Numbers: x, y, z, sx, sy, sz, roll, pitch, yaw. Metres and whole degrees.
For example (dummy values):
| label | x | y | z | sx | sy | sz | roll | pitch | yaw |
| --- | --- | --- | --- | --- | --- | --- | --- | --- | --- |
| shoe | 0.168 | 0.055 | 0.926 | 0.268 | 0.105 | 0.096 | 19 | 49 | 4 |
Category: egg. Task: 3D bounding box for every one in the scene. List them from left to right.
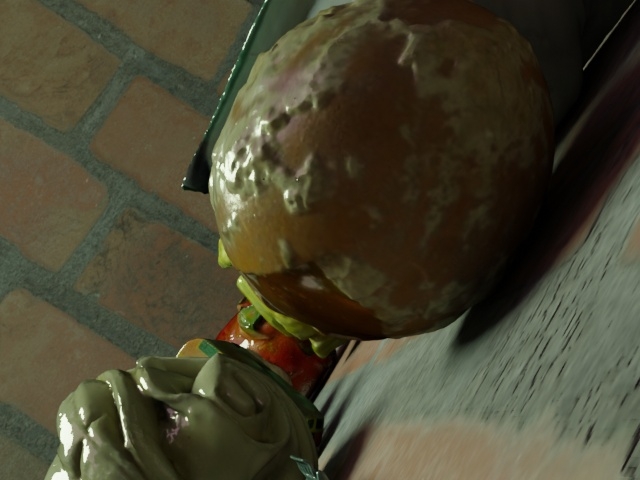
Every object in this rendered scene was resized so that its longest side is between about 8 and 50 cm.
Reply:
| label | x | y | z | sx | sy | sz | roll | pitch | yaw |
| --- | --- | --- | --- | --- | --- | --- | --- | --- | --- |
| egg | 0.036 | -0.041 | 0.610 | 0.233 | 0.195 | 0.195 | -37 | 15 | 47 |

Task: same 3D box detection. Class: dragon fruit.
| label | x | y | z | sx | sy | sz | roll | pitch | yaw |
| --- | --- | --- | --- | --- | --- | --- | --- | --- | --- |
| dragon fruit | -0.091 | 0.185 | 1.544 | 0.269 | 0.198 | 0.200 | -36 | -36 | -32 |

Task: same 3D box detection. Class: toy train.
| label | x | y | z | sx | sy | sz | roll | pitch | yaw |
| --- | --- | --- | --- | --- | --- | --- | --- | --- | --- |
| toy train | -0.085 | 0.171 | 1.051 | 0.099 | 0.188 | 0.072 | -56 | -19 | 7 |

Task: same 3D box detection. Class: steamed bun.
| label | x | y | z | sx | sy | sz | roll | pitch | yaw |
| --- | --- | --- | --- | --- | --- | --- | --- | --- | --- |
| steamed bun | -0.092 | 0.167 | 0.794 | 0.144 | 0.218 | 0.211 | -58 | 26 | 31 |

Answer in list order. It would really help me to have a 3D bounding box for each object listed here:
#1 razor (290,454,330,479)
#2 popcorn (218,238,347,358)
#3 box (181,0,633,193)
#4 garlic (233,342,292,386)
| label | x | y | z | sx | sy | sz | roll | pitch | yaw |
| --- | --- | --- | --- | --- | --- | --- | --- | --- | --- |
| razor | -0.106 | 0.179 | 0.627 | 0.106 | 0.232 | 0.068 | 112 | 149 | -78 |
| popcorn | 0.007 | 0.000 | 1.392 | 0.276 | 0.225 | 0.276 | -47 | -7 | -7 |
| box | 0.066 | -0.089 | 0.787 | 0.337 | 0.264 | 0.106 | 120 | 154 | -43 |
| garlic | -0.086 | 0.212 | 1.188 | 0.226 | 0.199 | 0.199 | -11 | 41 | 55 |
